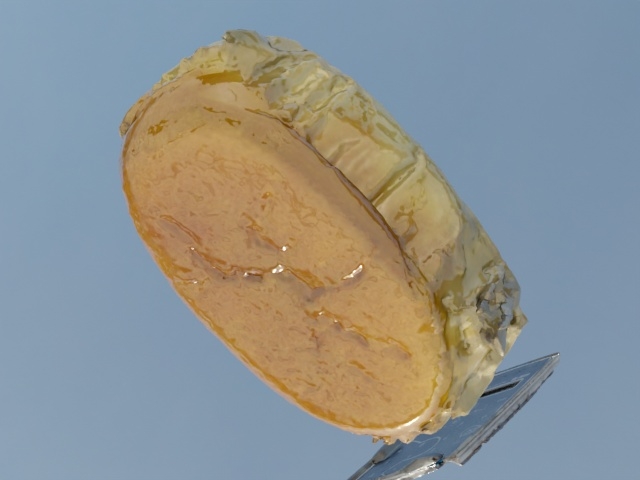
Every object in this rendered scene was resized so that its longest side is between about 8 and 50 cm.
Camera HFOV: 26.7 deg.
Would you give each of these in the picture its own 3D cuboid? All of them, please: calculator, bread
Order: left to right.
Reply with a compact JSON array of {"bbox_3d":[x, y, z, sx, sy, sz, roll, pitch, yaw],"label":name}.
[{"bbox_3d":[-0.006,0.006,1.169,0.388,0.183,0.236,46,-41,-3],"label":"bread"},{"bbox_3d":[0.143,0.195,1.437,0.165,0.274,0.028,-27,-88,39],"label":"calculator"}]
